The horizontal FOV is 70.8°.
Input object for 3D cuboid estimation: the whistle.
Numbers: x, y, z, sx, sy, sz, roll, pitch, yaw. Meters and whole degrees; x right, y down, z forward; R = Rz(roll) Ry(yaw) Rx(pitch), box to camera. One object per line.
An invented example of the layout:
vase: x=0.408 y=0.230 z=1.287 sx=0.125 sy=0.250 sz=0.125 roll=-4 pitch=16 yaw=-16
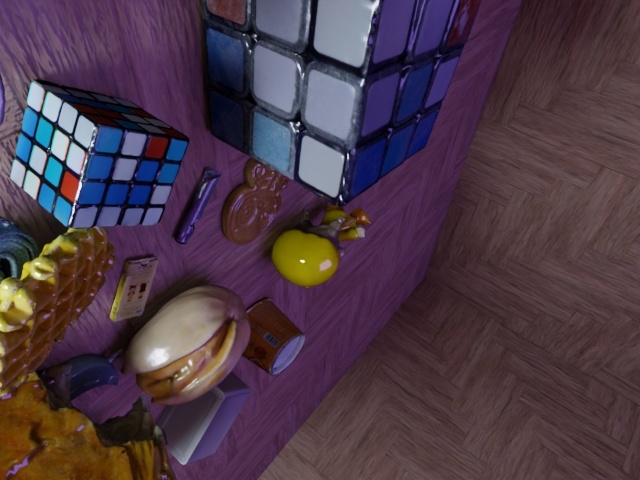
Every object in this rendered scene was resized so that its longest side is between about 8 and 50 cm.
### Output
whistle: x=-0.264 y=-0.072 z=0.963 sx=0.176 sy=0.033 sz=0.033 roll=-61 pitch=157 yaw=9

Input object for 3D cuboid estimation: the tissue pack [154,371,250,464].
tissue pack: x=-0.354 y=0.509 z=1.348 sx=0.246 sy=0.159 sz=0.136 roll=-58 pitch=155 yaw=3

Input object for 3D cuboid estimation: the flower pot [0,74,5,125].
flower pot: x=-0.413 y=-0.152 z=0.307 sx=0.265 sy=0.243 sz=0.265 roll=-42 pitch=149 yaw=-32

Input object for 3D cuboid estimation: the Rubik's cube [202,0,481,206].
Rubik's cube: x=0.028 y=-0.329 z=0.822 sx=0.359 sy=0.363 sz=0.362 roll=-37 pitch=148 yaw=-37

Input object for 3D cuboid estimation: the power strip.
power strip: x=-0.504 y=0.301 z=0.934 sx=0.216 sy=0.044 sz=0.137 roll=-36 pitch=148 yaw=-41

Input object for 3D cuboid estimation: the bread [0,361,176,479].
bread: x=-0.466 y=0.369 z=0.764 sx=0.370 sy=0.314 sz=0.191 roll=-6 pitch=154 yaw=-47

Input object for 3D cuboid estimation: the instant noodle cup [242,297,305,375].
instant noodle cup: x=-0.165 y=0.323 z=1.471 sx=0.216 sy=0.172 sz=0.215 roll=-43 pitch=153 yaw=-28

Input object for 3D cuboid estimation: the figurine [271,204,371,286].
figurine: x=0.000 y=0.000 z=1.374 sx=0.343 sy=0.215 sz=0.187 roll=-46 pitch=124 yaw=-42

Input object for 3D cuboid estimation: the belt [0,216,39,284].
belt: x=-0.475 y=0.045 z=0.625 sx=0.163 sy=0.082 sz=0.147 roll=-57 pitch=170 yaw=-16

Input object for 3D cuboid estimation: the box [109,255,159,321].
box: x=-0.389 y=0.099 z=0.943 sx=0.073 sy=0.020 sz=0.149 roll=-8 pitch=127 yaw=-59

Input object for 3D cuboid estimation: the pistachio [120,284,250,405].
pistachio: x=-0.301 y=0.236 z=1.061 sx=0.309 sy=0.230 sz=0.230 roll=-43 pitch=153 yaw=-22

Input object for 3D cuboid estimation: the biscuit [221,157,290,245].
biscuit: x=-0.148 y=-0.115 z=1.133 sx=0.288 sy=0.044 sz=0.202 roll=-59 pitch=157 yaw=8

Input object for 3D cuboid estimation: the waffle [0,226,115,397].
waffle: x=-0.417 y=0.100 z=0.696 sx=0.309 sy=0.065 sz=0.283 roll=-60 pitch=-174 yaw=-11

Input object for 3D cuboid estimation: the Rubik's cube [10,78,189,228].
Rubik's cube: x=-0.315 y=-0.120 z=0.649 sx=0.154 sy=0.155 sz=0.151 roll=-6 pitch=126 yaw=-61
